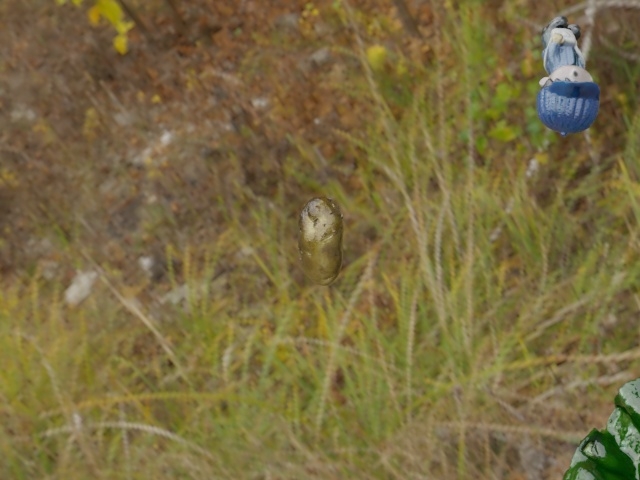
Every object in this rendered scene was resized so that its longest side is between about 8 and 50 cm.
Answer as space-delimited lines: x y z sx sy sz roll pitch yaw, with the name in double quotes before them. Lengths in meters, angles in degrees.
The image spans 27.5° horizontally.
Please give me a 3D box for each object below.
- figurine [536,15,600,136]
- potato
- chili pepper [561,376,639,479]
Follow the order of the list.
"figurine" 0.268 -0.181 1.459 0.079 0.077 0.136 -43 40 32
"potato" 0.000 0.000 1.143 0.040 0.083 0.051 -1 28 -4
"chili pepper" 0.379 0.324 1.474 0.213 0.167 0.385 1 46 -12
